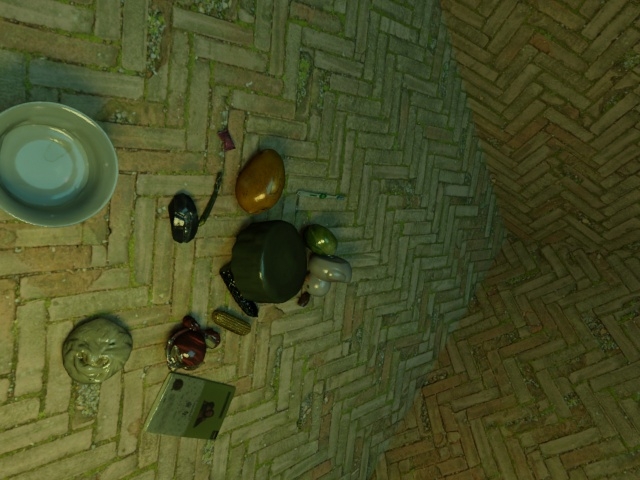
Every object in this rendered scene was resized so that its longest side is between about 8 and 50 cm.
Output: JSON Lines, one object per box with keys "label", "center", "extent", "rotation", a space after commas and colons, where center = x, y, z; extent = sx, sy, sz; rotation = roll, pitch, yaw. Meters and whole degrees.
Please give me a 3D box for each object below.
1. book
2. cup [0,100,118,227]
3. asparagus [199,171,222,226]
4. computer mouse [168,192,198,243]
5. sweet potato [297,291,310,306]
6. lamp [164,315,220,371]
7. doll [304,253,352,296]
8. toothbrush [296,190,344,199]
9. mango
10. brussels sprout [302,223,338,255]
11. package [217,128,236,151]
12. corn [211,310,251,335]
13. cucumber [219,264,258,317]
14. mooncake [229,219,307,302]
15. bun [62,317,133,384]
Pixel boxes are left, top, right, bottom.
{"label": "book", "center": [-0.530, 0.695, 1.792], "extent": [0.352, 0.035, 0.240], "rotation": [33, 74, -42]}
{"label": "cup", "center": [-0.795, -0.220, 1.259], "extent": [0.346, 0.163, 0.348], "rotation": [-10, 106, -41]}
{"label": "asparagus", "center": [-0.433, -0.159, 1.709], "extent": [0.034, 0.027, 0.236], "rotation": [30, 78, -54]}
{"label": "computer mouse", "center": [-0.512, -0.082, 1.626], "extent": [0.105, 0.062, 0.193], "rotation": [-7, 102, -42]}
{"label": "sweet potato", "center": [-0.072, 0.283, 2.132], "extent": [0.117, 0.049, 0.049], "rotation": [-53, 130, -34]}
{"label": "lamp", "center": [-0.500, 0.418, 1.683], "extent": [0.223, 0.150, 0.215], "rotation": [-55, 134, -23]}
{"label": "doll", "center": [0.027, 0.178, 2.109], "extent": [0.250, 0.221, 0.221], "rotation": [8, 94, -17]}
{"label": "toothbrush", "center": [0.002, -0.219, 2.112], "extent": [0.303, 0.030, 0.030], "rotation": [2, 97, -41]}
{"label": "mango", "center": [-0.235, -0.247, 1.774], "extent": [0.159, 0.190, 0.291], "rotation": [31, 72, -50]}
{"label": "brussels sprout", "center": [-0.001, 0.000, 2.050], "extent": [0.183, 0.145, 0.131], "rotation": [39, 90, 3]}
{"label": "package", "center": [-0.374, -0.398, 1.714], "extent": [0.059, 0.029, 0.084], "rotation": [-32, 111, -38]}
{"label": "corn", "center": [-0.378, 0.355, 1.842], "extent": [0.207, 0.068, 0.068], "rotation": [36, 74, -40]}
{"label": "cucumber", "center": [-0.342, 0.230, 1.846], "extent": [0.072, 0.072, 0.300], "rotation": [-41, 124, -30]}
{"label": "mooncake", "center": [-0.214, 0.090, 1.819], "extent": [0.356, 0.194, 0.357], "rotation": [-1, 91, -60]}
{"label": "bun", "center": [-0.747, 0.382, 1.455], "extent": [0.230, 0.133, 0.231], "rotation": [-11, 107, -39]}
